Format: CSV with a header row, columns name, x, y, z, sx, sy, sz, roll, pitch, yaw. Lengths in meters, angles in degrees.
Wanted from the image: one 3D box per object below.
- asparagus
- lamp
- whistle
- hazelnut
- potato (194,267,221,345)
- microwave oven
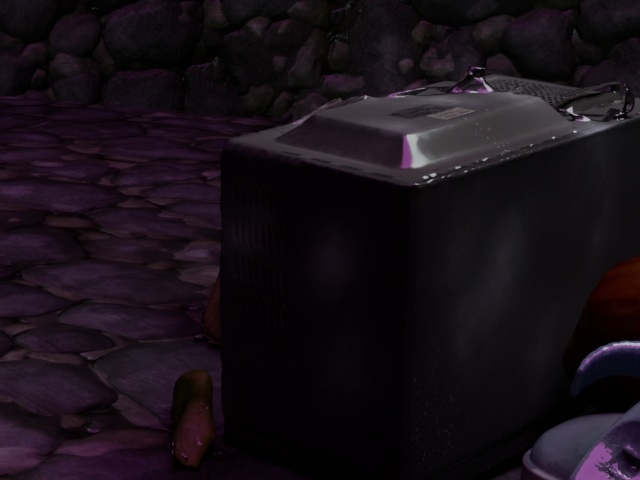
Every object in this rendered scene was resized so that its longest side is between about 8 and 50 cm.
name,x,y,z,sx,sy,sz,roll,pitch,yaw
asparagus,-0.124,0.171,1.492,0.045,0.041,0.178,-5,15,-3
lamp,0.254,0.208,1.306,0.179,0.108,0.246,5,13,23
whistle,0.303,0.135,1.228,0.269,0.093,0.180,-34,61,-24
hazelnut,0.335,0.100,1.422,0.181,0.181,0.212,38,-5,20
potato,0.000,0.000,1.814,0.288,0.237,0.301,5,13,5
microwave oven,0.133,0.020,1.518,0.236,0.374,0.432,16,23,39
